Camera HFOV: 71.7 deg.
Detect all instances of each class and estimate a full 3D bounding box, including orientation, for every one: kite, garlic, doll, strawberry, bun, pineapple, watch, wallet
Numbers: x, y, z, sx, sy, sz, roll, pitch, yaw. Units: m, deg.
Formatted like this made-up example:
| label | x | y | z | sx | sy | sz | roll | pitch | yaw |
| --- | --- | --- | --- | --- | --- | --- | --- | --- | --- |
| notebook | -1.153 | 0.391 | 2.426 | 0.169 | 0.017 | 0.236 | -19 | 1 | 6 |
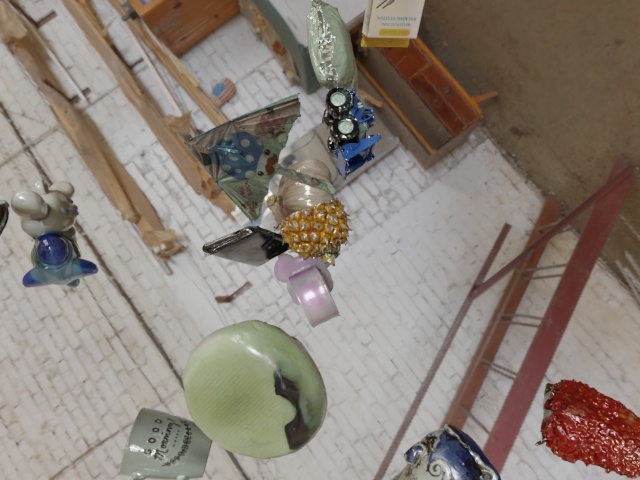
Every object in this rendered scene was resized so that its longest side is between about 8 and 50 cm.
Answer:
| label | x | y | z | sx | sy | sz | roll | pitch | yaw |
| --- | --- | --- | --- | --- | --- | --- | --- | --- | --- |
| kite | -0.108 | -0.148 | 0.869 | 0.314 | 0.335 | 0.011 | 15 | -134 | -16 |
| garlic | -0.055 | -0.146 | 1.645 | 0.322 | 0.241 | 0.321 | 17 | 114 | 44 |
| doll | -0.779 | -0.002 | 1.319 | 0.376 | 0.187 | 0.365 | -83 | -10 | -75 |
| strawberry | 0.520 | 0.339 | 0.833 | 0.208 | 0.167 | 0.087 | -2 | 140 | 34 |
| bun | -0.112 | 0.266 | 0.847 | 0.283 | 0.283 | 0.179 | 53 | -154 | -9 |
| pineapple | 0.001 | -0.001 | 1.016 | 0.176 | 0.161 | 0.136 | -9 | -107 | -50 |
| watch | -0.022 | 0.156 | 1.492 | 0.217 | 0.211 | 0.248 | -123 | 10 | -63 |
| wallet | -0.196 | 0.022 | 1.319 | 0.045 | 0.172 | 0.318 | 69 | -169 | 15 |

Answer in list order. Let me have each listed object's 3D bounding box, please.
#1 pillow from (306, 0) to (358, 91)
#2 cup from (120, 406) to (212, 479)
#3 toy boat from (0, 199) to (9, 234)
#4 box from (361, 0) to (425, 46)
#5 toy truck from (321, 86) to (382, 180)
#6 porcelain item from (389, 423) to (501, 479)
| label | x | y | z | sx | sy | sz | roll | pitch | yaw |
| --- | --- | --- | --- | --- | --- | --- | --- | --- | --- |
| pillow | 0.045 | -0.641 | 1.533 | 0.283 | 0.138 | 0.309 | -2 | -101 | -74 |
| cup | -0.454 | 0.646 | 1.302 | 0.258 | 0.234 | 0.186 | -81 | 8 | -47 |
| toy boat | -0.812 | -0.002 | 0.986 | 0.114 | 0.115 | 0.262 | 43 | -141 | -12 |
| box | 0.164 | -0.525 | 0.917 | 0.033 | 0.129 | 0.247 | -117 | 25 | -46 |
| toy truck | 0.079 | -0.265 | 1.100 | 0.113 | 0.126 | 0.208 | 103 | 159 | -76 |
| porcelain item | 0.207 | 0.491 | 0.816 | 0.186 | 0.288 | 0.138 | 44 | -168 | 33 |
